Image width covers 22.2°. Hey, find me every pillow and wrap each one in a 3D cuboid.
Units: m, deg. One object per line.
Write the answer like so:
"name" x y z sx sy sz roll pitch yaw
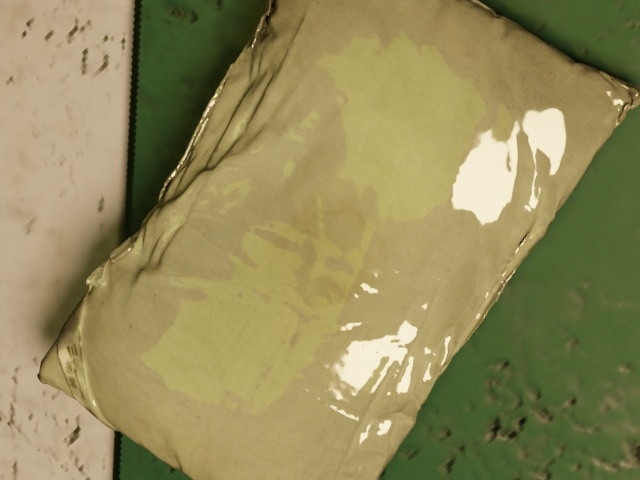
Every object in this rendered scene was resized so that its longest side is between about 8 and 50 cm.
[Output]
"pillow" 0.000 0.000 0.631 0.148 0.050 0.229 33 107 3
